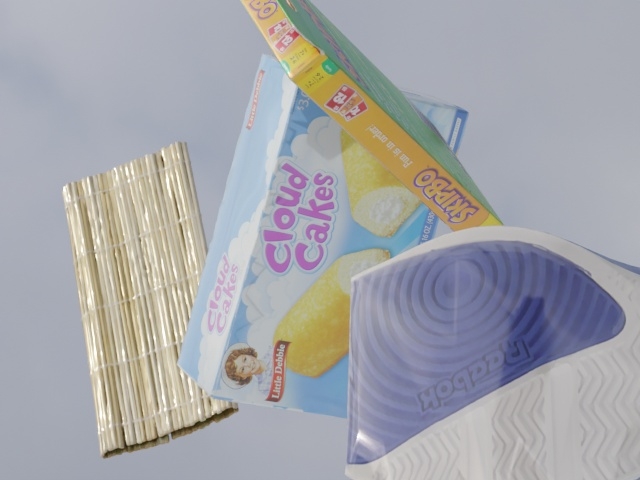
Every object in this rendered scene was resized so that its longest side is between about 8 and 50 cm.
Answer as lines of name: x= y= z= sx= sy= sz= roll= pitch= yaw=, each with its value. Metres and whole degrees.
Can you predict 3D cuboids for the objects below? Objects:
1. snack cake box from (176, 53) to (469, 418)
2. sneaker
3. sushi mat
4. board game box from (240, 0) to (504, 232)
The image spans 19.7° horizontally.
snack cake box: x=0.000 y=0.000 z=1.461 sx=0.152 sy=0.264 sz=0.089 roll=10 pitch=11 yaw=-26
sneaker: x=0.176 y=0.075 z=0.749 sx=0.315 sy=0.127 sz=0.182 roll=-8 pitch=-31 yaw=26
sushi mat: x=-0.174 y=0.055 z=1.838 sx=0.151 sy=0.316 sz=0.019 roll=-21 pitch=-31 yaw=14
board game box: x=0.027 y=-0.098 z=1.248 sx=0.039 sy=0.124 sz=0.259 roll=-38 pitch=-44 yaw=8
